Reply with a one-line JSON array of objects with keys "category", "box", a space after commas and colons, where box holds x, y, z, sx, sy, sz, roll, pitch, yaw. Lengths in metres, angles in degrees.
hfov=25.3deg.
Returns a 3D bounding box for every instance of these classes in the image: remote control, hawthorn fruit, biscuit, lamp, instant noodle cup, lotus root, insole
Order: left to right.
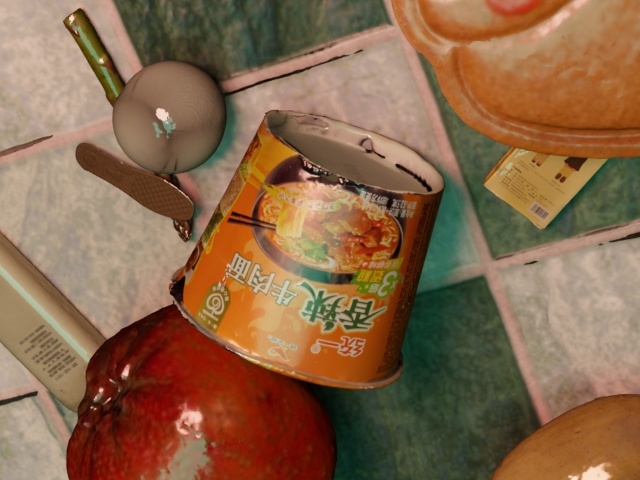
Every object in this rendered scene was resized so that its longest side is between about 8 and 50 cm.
[{"category": "remote control", "box": [-0.321, 0.058, 1.451, 0.090, 0.038, 0.309, -37, 104, 25]}, {"category": "insole", "box": [-0.180, -0.056, 1.372, 0.135, 0.002, 0.045, 29, 131, 9]}, {"category": "lamp", "box": [-0.137, -0.112, 1.299, 0.105, 0.105, 0.105, 4, 116, 8]}, {"category": "hawthorn fruit", "box": [-0.095, 0.207, 1.395, 0.254, 0.254, 0.300, -36, 132, 24]}, {"category": "instant noodle cup", "box": [0.000, 0.000, 1.274, 0.230, 0.230, 0.182, 22, 110, -1]}, {"category": "biscuit", "box": [0.214, -0.270, 1.153, 0.350, 0.078, 0.455, -22, 111, 13]}, {"category": "lotus root", "box": [0.294, 0.233, 1.360, 0.310, 0.183, 0.183, -36, 105, 15]}]

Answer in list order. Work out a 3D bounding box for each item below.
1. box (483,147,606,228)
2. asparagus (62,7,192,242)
[{"category": "box", "box": [0.222, -0.084, 1.295, 0.073, 0.020, 0.149, 37, 116, -8]}, {"category": "asparagus", "box": [-0.176, -0.107, 1.353, 0.025, 0.024, 0.248, 6, 128, 56]}]
